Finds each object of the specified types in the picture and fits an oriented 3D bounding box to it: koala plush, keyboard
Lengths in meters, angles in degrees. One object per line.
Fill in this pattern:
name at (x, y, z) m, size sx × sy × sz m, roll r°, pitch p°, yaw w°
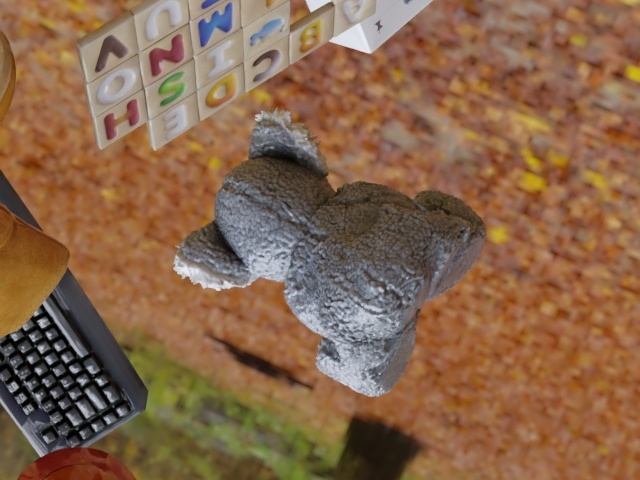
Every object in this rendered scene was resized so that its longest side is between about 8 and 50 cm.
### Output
koala plush at (0.000, 0.000, 1.394) m, size 0.221 × 0.196 × 0.203 m, roll 33°, pitch -179°, yaw 13°
keyboard at (-0.310, 0.070, 1.423) m, size 0.317 × 0.201 × 0.033 m, roll 58°, pitch -176°, yaw -18°

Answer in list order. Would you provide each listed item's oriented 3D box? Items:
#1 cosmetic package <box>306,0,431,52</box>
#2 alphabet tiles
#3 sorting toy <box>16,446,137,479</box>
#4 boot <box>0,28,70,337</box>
cosmetic package at (0.107, -0.431, 1.782) m, size 0.097 × 0.377 × 0.284 m, roll 25°, pitch 150°, yaw 44°
alphabet tiles at (-0.053, -0.152, 1.061) m, size 0.009 × 0.237 × 0.198 m, roll 49°, pitch 161°, yaw 21°
sorting toy at (-0.075, 0.281, 1.294) m, size 0.365 × 0.127 × 0.126 m, roll 28°, pitch 170°, yaw -16°
boot at (-0.232, -0.020, 1.038) m, size 0.211 × 0.295 × 0.104 m, roll 18°, pitch -137°, yaw -50°
